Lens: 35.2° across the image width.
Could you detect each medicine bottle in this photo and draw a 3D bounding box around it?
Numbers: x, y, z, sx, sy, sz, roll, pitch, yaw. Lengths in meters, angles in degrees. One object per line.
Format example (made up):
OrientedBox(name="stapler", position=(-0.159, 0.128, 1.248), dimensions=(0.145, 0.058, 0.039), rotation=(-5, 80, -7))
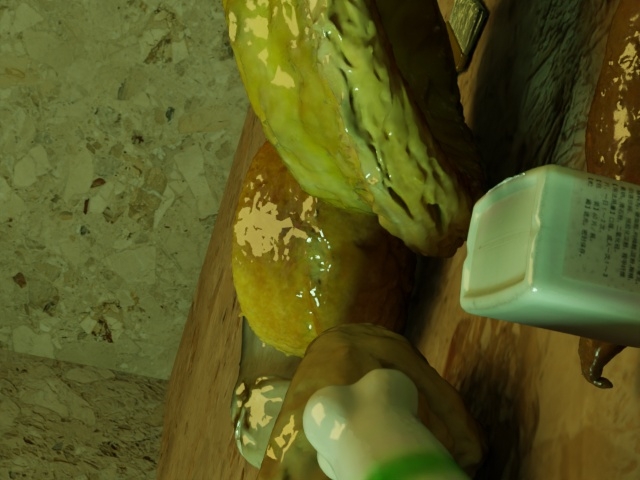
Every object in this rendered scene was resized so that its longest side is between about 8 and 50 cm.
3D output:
OrientedBox(name="medicine bottle", position=(0.123, 0.012, 0.397), dimensions=(0.074, 0.118, 0.055), rotation=(140, 142, -74))

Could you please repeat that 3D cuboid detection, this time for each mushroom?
OrientedBox(name="mushroom", position=(-0.006, 0.034, 1.018), dimensions=(0.177, 0.126, 0.397), rotation=(169, 117, -71))

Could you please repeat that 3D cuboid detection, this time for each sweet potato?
OrientedBox(name="sweet potato", position=(0.152, -0.031, 0.475), dimensions=(0.068, 0.060, 0.206), rotation=(11, -90, -64))

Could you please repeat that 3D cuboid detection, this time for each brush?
OrientedBox(name="brush", position=(0.105, -0.129, 0.922), dimensions=(0.083, 0.011, 0.205), rotation=(-97, 22, -57))

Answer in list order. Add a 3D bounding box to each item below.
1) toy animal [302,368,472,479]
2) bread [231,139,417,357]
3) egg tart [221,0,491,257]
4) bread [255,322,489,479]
OrientedBox(name="toy animal", position=(0.081, 0.175, 0.307), dimensions=(0.363, 0.181, 0.180), rotation=(-150, 81, -77))
OrientedBox(name="bread", position=(0.000, 0.000, 0.853), dimensions=(0.139, 0.143, 0.229), rotation=(9, -96, -59))
OrientedBox(name="egg tart", position=(0.016, -0.129, 0.700), dimensions=(0.319, 0.128, 0.319), rotation=(-19, -90, -73))
OrientedBox(name="bread", position=(0.023, 0.172, 0.639), dimensions=(0.244, 0.134, 0.244), rotation=(18, -90, -89))
